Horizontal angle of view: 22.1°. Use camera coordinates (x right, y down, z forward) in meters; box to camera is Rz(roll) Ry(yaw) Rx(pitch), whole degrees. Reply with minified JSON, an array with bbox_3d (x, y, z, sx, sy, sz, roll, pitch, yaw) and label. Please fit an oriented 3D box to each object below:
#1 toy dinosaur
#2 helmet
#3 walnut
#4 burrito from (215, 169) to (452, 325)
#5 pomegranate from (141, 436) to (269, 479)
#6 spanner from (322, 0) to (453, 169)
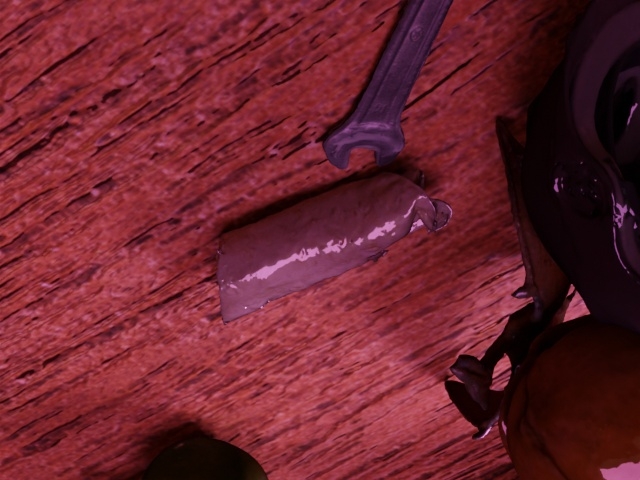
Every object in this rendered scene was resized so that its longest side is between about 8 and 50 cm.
[{"bbox_3d":[0.160,0.060,1.453,0.206,0.113,0.327,-53,159,-9],"label":"toy dinosaur"},{"bbox_3d":[0.257,-0.053,1.274,0.225,0.305,0.177,-30,-178,-28],"label":"helmet"},{"bbox_3d":[0.311,0.164,1.381,0.336,0.209,0.209,5,136,-19],"label":"walnut"},{"bbox_3d":[0.000,0.000,1.379,0.226,0.060,0.087,-22,138,12],"label":"burrito"},{"bbox_3d":[-0.138,0.269,1.597,0.191,0.131,0.152,-9,142,8],"label":"pomegranate"},{"bbox_3d":[0.071,-0.160,1.252,0.071,0.017,0.302,5,137,-19],"label":"spanner"}]
